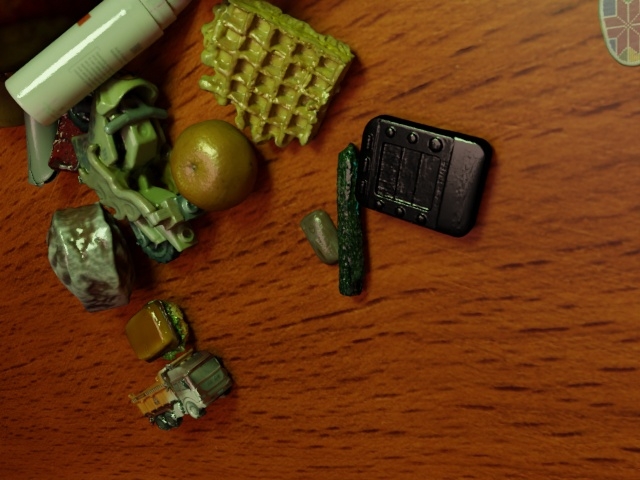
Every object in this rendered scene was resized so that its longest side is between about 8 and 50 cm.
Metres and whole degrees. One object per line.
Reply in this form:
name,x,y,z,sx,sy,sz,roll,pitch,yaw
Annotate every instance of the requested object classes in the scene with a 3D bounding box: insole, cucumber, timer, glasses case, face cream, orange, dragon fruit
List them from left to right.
glasses case,-0.595,-0.277,1.333,0.083,0.128,0.308,8,114,7
dragon fruit,-0.514,-0.207,1.320,0.102,0.096,0.147,19,88,19
face cream,-0.365,-0.338,1.030,0.345,0.102,0.102,-40,79,-2
orange,-0.179,-0.130,1.054,0.159,0.136,0.159,6,104,24
cucumber,0.048,-0.029,0.981,0.043,0.044,0.257,-5,109,-8
timer,0.145,-0.097,0.880,0.187,0.055,0.144,21,121,25
insole,0.344,-0.293,0.678,0.065,0.006,0.193,4,110,36

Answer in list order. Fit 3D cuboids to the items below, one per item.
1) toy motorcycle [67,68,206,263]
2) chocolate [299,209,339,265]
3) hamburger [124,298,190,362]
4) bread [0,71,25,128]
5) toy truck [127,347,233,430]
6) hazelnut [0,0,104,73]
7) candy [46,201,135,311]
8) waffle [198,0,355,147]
toy motorcycle,-0.352,-0.153,1.165,0.237,0.168,0.410,-17,103,46
chocolate,0.000,0.000,1.041,0.064,0.031,0.101,-25,93,45
hamburger,-0.358,0.204,1.352,0.166,0.087,0.137,-31,81,41
bread,-0.744,-0.365,1.336,0.142,0.195,0.270,-4,138,47
toy truck,-0.314,0.333,1.362,0.270,0.114,0.135,-32,92,43
hazelnut,-0.565,-0.473,1.020,0.402,0.429,0.402,35,145,30
candy,-0.485,0.039,1.295,0.289,0.157,0.214,109,144,-63
waffle,-0.089,-0.248,0.946,0.229,0.057,0.219,28,134,-1
